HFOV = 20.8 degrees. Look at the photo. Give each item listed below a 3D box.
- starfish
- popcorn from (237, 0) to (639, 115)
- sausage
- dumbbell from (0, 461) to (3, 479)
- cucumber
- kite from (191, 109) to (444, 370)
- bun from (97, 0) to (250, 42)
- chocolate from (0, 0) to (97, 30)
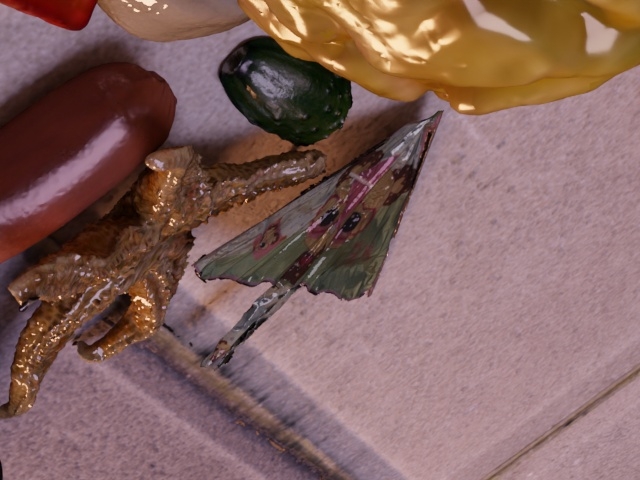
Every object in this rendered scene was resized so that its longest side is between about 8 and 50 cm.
[{"bbox_3d":[-0.129,0.007,1.155,0.299,0.060,0.302,-37,168,-2],"label":"starfish"},{"bbox_3d":[0.105,-0.257,0.773,0.354,0.390,0.344,-6,142,22],"label":"popcorn"},{"bbox_3d":[-0.173,-0.042,1.072,0.194,0.077,0.077,-34,149,1],"label":"sausage"},{"bbox_3d":[-0.270,0.145,1.209,0.099,0.099,0.208,-21,147,-21],"label":"dumbbell"},{"bbox_3d":[-0.024,-0.097,1.173,0.067,0.035,0.107,-43,146,17],"label":"cucumber"},{"bbox_3d":[0.000,0.000,1.302,0.268,0.013,0.323,-49,158,14],"label":"kite"},{"bbox_3d":[-0.078,-0.185,0.924,0.113,0.166,0.173,-1,156,33],"label":"bun"},{"bbox_3d":[-0.198,-0.213,0.679,0.108,0.235,0.237,-53,145,6],"label":"chocolate"}]
